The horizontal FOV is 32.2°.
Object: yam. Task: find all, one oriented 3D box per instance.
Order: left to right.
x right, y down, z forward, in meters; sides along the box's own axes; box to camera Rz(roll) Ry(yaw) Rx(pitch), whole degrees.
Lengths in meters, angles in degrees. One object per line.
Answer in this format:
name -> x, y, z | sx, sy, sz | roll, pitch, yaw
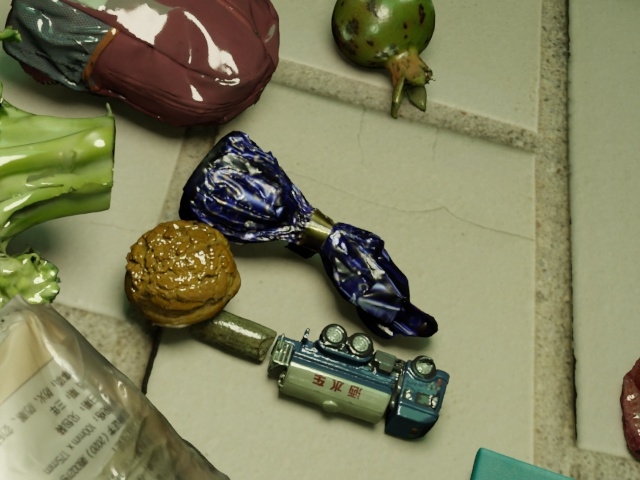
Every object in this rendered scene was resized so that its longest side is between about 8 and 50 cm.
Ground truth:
yam -> -0.099, 0.104, 1.264 | 0.094, 0.043, 0.043 | 23, 49, 0

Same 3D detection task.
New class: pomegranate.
pomegranate -> 0.092, -0.283, 1.588 | 0.156, 0.156, 0.220 | -4, 86, -22

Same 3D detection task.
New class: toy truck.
toy truck -> 0.041, 0.157, 1.252 | 0.202, 0.074, 0.088 | 19, 54, -4

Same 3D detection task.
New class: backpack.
backpack -> -0.209, -0.271, 1.422 | 0.317, 0.197, 0.283 | 25, 48, -5

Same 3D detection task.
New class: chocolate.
chocolate -> 0.002, 0.005, 1.324 | 0.343, 0.148, 0.126 | 32, 80, -3

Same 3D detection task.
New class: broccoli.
broccoli -> -0.380, -0.059, 1.147 | 0.317, 0.277, 0.338 | 22, 55, 7

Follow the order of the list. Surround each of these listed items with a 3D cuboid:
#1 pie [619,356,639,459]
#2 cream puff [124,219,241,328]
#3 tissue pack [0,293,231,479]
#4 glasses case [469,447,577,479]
pie -> 0.471, 0.221, 1.369 | 0.219, 0.054, 0.204 | 23, 49, 2
cream puff -> -0.156, 0.031, 1.238 | 0.126, 0.103, 0.144 | -7, 25, 4
tissue pack -> -0.235, 0.279, 0.961 | 0.390, 0.195, 0.375 | 45, 53, -3
glasses case -> 0.182, 0.368, 1.145 | 0.117, 0.070, 0.301 | 20, 51, 4
